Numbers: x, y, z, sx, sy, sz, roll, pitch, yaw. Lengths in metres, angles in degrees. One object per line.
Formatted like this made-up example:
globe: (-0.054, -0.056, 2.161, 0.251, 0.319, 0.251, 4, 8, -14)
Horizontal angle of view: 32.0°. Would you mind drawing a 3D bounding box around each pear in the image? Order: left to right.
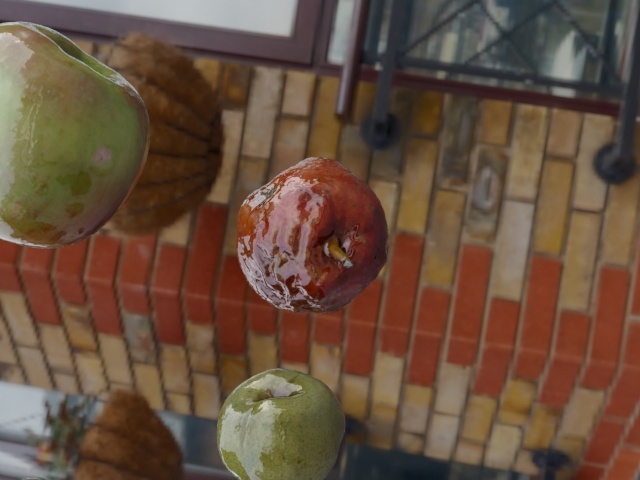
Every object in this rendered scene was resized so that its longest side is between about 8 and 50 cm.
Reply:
pear: (-0.048, 0.239, 1.381, 0.167, 0.167, 0.137, -68, -21, -67)

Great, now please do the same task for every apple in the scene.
apple: (-0.402, -0.142, 1.584, 0.277, 0.319, 0.319, -57, -2, 9)

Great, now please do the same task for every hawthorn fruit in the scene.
hawthorn fruit: (0.000, 0.000, 1.421, 0.243, 0.207, 0.207, -154, 71, -71)

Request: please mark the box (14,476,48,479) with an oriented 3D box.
box: (-0.467, 0.583, 1.549, 0.396, 0.396, 0.111, 65, 160, -8)
